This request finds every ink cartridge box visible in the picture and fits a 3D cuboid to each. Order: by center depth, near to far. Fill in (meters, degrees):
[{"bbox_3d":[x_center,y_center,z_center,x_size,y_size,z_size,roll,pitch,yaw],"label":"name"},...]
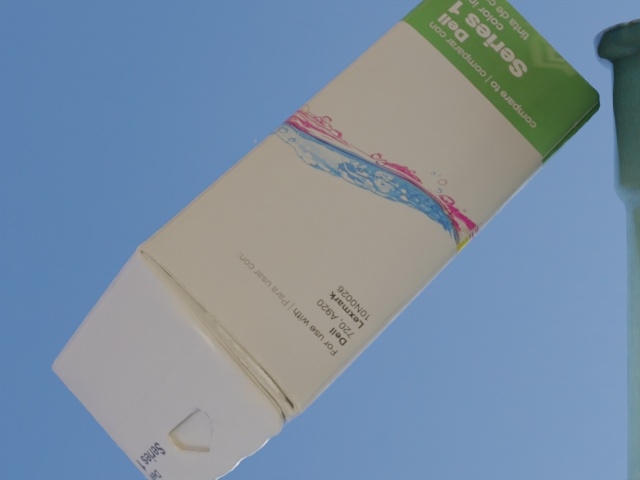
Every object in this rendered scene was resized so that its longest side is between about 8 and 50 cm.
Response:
[{"bbox_3d":[0.000,0.000,0.909,0.117,0.201,0.278,46,-121,1],"label":"ink cartridge box"}]

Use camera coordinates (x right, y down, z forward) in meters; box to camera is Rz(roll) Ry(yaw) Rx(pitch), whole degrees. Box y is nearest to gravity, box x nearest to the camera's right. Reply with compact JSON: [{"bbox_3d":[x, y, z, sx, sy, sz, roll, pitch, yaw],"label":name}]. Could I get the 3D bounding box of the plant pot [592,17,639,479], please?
[{"bbox_3d":[0.300,0.071,0.827,0.341,0.341,0.334,4,-90,-3],"label":"plant pot"}]
